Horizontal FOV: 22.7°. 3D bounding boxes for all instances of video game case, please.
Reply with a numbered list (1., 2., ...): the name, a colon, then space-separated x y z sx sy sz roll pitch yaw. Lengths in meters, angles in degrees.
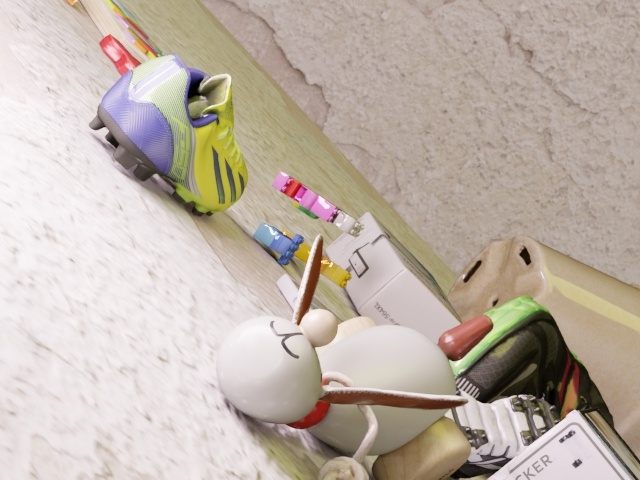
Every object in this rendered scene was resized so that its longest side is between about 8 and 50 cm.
1. video game case: 0.030 0.115 1.638 0.157 0.019 0.143 41 9 -43

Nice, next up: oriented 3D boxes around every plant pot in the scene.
1. plant pot: 0.362 0.156 2.447 0.305 0.334 0.334 31 13 -26

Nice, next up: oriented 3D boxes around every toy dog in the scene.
1. toy dog: 0.050 0.099 1.239 0.220 0.161 0.333 48 7 2

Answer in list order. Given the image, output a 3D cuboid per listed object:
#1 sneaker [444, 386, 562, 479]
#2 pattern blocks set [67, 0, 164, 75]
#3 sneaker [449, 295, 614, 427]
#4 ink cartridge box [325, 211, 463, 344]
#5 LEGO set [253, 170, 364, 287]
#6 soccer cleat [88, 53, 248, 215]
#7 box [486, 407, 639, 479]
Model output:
1. sneaker: 0.130 0.196 1.584 0.234 0.106 0.078 11 52 -37
2. pattern blocks set: -0.236 -0.248 2.005 0.325 0.026 0.285 52 8 35
3. sneaker: 0.259 0.206 1.893 0.202 0.185 0.483 57 15 28
4. ink cartridge box: 0.100 0.070 2.061 0.148 0.086 0.203 45 6 -25
5. LEGO set: 0.000 0.000 1.797 0.093 0.087 0.227 34 3 16
6. soccer cleat: -0.113 -0.100 1.514 0.093 0.121 0.289 50 7 18
7. box: 0.203 0.234 1.434 0.087 0.169 0.290 52 6 13
